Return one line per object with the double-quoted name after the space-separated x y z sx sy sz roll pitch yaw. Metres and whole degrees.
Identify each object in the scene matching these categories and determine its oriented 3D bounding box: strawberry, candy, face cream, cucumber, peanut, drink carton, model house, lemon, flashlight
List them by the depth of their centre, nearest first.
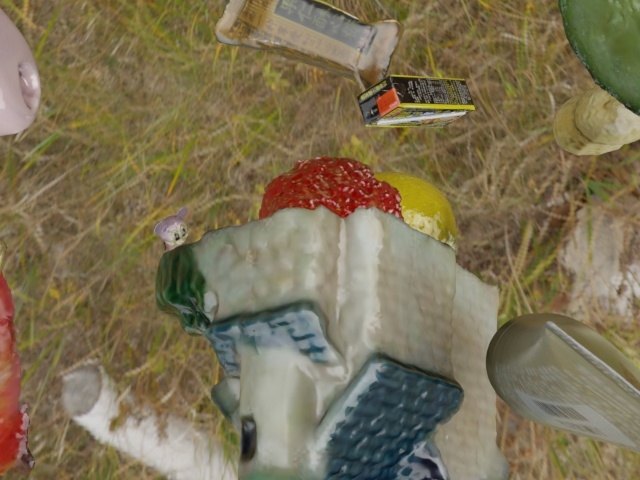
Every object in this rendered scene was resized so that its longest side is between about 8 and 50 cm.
0.172 0.093 0.658 0.137 0.341 0.084 39 89 3 "face cream"
0.018 0.147 0.852 0.243 0.284 0.298 -18 153 33 "model house"
0.318 -0.212 0.903 0.130 0.191 0.191 -26 120 -30 "cucumber"
-0.173 0.008 1.196 0.031 0.052 0.110 38 148 24 "flashlight"
0.133 -0.189 1.378 0.071 0.165 0.056 -30 73 43 "drink carton"
-0.016 -0.305 1.426 0.271 0.101 0.143 26 92 14 "candy"
0.001 -0.003 1.555 0.257 0.261 0.261 -19 122 -34 "strawberry"
0.486 -0.202 1.706 0.125 0.274 0.111 20 89 -6 "peanut"
0.127 -0.018 2.008 0.319 0.245 0.245 10 120 29 "lemon"

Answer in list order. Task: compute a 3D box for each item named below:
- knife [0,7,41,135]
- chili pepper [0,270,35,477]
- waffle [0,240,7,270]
-0.228 -0.170 0.497 0.043 0.081 0.336 -8 143 10 "knife"
-0.378 0.091 0.685 0.305 0.229 0.251 -15 140 -27 "chili pepper"
-0.212 0.017 0.412 0.152 0.023 0.097 9 150 -25 "waffle"
